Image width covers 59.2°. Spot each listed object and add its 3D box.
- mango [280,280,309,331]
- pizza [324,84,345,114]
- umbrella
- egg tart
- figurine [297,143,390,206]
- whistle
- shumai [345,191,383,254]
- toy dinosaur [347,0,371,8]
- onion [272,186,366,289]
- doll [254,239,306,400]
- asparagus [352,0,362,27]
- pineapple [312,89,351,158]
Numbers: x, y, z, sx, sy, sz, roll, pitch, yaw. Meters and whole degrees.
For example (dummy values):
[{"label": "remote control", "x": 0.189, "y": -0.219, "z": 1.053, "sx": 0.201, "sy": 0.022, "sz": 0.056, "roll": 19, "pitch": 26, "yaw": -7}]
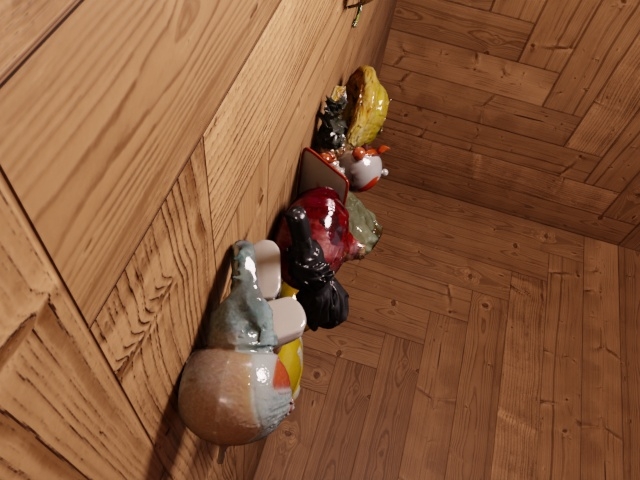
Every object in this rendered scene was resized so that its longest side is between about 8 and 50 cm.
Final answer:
[{"label": "mango", "x": -0.067, "y": 0.181, "z": 1.678, "sx": 0.254, "sy": 0.139, "sz": 0.175, "roll": 80, "pitch": 23, "yaw": -67}, {"label": "pizza", "x": 0.038, "y": -0.348, "z": 1.605, "sx": 0.134, "sy": 0.046, "sz": 0.175, "roll": -67, "pitch": 173, "yaw": -56}, {"label": "umbrella", "x": -0.016, "y": 0.059, "z": 1.095, "sx": 0.340, "sy": 0.118, "sz": 0.118, "roll": 76, "pitch": 26, "yaw": -47}, {"label": "egg tart", "x": 0.118, "y": -0.368, "z": 1.665, "sx": 0.290, "sy": 0.115, "sz": 0.290, "roll": -165, "pitch": -90, "yaw": -76}, {"label": "figurine", "x": 0.081, "y": -0.177, "z": 1.427, "sx": 0.226, "sy": 0.160, "sz": 0.183, "roll": -34, "pitch": 154, "yaw": -30}, {"label": "whistle", "x": -0.119, "y": 0.172, "z": 0.887, "sx": 0.189, "sy": 0.189, "sz": 0.348, "roll": 83, "pitch": 14, "yaw": -80}, {"label": "shumai", "x": 0.098, "y": -0.076, "z": 1.982, "sx": 0.309, "sy": 0.263, "sz": 0.304, "roll": -68, "pitch": 175, "yaw": -53}, {"label": "toy dinosaur", "x": 0.119, "y": -0.667, "z": 1.254, "sx": 0.206, "sy": 0.113, "sz": 0.327, "roll": -46, "pitch": 157, "yaw": -13}, {"label": "onion", "x": 0.000, "y": 0.000, "z": 1.299, "sx": 0.252, "sy": 0.219, "sz": 0.252, "roll": -170, "pitch": -90, "yaw": -84}, {"label": "doll", "x": -0.109, "y": 0.195, "z": 1.162, "sx": 0.423, "sy": 0.161, "sz": 0.348, "roll": 118, "pitch": -26, "yaw": -76}, {"label": "asparagus", "x": 0.110, "y": -0.654, "z": 1.561, "sx": 0.015, "sy": 0.018, "sz": 0.127, "roll": -2, "pitch": 110, "yaw": -59}, {"label": "pineapple", "x": 0.035, "y": -0.270, "z": 1.485, "sx": 0.251, "sy": 0.125, "sz": 0.125, "roll": 93, "pitch": 13, "yaw": -51}]
